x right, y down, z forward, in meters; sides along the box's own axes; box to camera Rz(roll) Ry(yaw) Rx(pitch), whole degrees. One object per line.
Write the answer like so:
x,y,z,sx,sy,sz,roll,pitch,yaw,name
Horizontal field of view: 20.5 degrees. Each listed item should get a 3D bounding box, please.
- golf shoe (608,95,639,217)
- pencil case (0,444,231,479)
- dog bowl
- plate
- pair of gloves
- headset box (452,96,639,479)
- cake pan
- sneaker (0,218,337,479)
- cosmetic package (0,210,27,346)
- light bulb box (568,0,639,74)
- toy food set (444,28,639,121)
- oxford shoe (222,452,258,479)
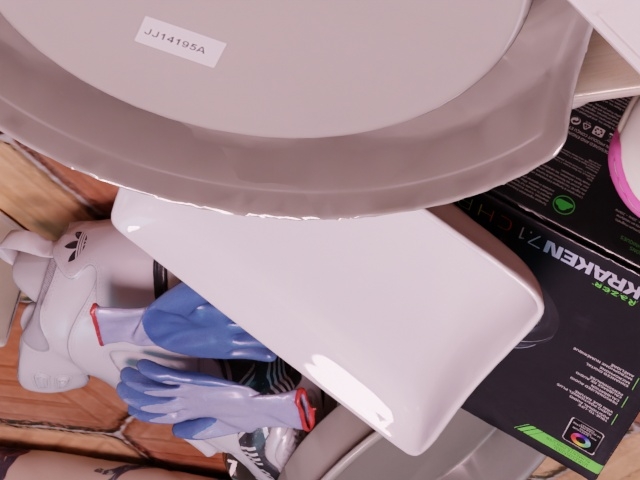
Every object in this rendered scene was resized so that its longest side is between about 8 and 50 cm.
0.287,-0.109,0.914,0.306,0.115,0.140,-32,176,-3,golf shoe
-0.224,0.315,1.809,0.410,0.183,0.160,7,165,4,pencil case
-0.029,-0.147,0.768,0.349,0.102,0.348,7,147,5,dog bowl
0.000,0.000,1.139,0.277,0.045,0.278,38,152,6,plate
-0.088,0.091,1.341,0.159,0.023,0.198,1,139,10,pair of gloves
0.133,0.008,1.195,0.246,0.131,0.283,29,150,9,headset box
0.081,0.185,1.491,0.293,0.054,0.293,-26,149,-17,cake pan
-0.120,0.095,1.479,0.210,0.137,0.366,-1,141,20,sneaker
-0.410,0.035,1.487,0.309,0.113,0.160,-12,141,34,cosmetic package
0.269,-0.242,0.596,0.358,0.361,0.225,-20,136,37,light bulb box
0.198,-0.157,0.897,0.306,0.219,0.092,-6,155,25,toy food set
0.008,0.220,1.715,0.212,0.076,0.076,16,178,-12,oxford shoe
